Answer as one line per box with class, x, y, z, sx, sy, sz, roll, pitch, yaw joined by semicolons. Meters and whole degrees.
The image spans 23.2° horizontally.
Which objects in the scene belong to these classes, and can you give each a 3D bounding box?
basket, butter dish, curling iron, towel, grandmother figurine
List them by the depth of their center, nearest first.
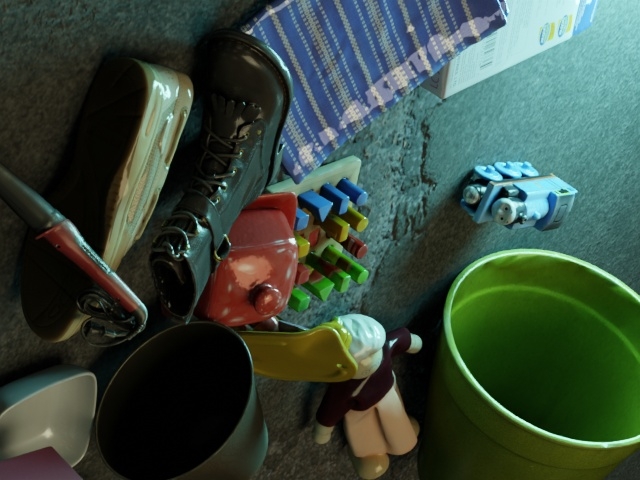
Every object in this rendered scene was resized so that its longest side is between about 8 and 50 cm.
curling iron;-0.258;0.000;1.463;0.068;0.035;0.274;-34;116;7
towel;0.059;-0.235;1.741;0.336;0.040;0.243;-39;140;-10
butter dish;-0.084;0.040;1.769;0.160;0.118;0.160;-9;129;-31
basket;-0.143;0.213;1.823;0.204;0.154;0.227;-49;161;-8
grandmother figurine;0.070;0.204;2.181;0.208;0.104;0.342;-53;153;-20

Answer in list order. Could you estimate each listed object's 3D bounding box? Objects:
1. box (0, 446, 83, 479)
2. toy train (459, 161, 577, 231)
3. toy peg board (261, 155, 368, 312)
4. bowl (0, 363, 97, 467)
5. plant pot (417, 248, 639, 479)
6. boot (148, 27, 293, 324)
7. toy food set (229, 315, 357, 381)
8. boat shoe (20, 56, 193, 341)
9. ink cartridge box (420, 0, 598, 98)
box;-0.351;0.329;1.599;0.232;0.127;0.149;-13;130;-42
toy train;0.278;-0.060;2.201;0.184;0.105;0.080;-8;126;-51
toy peg board;0.000;0.000;1.905;0.161;0.079;0.161;-23;137;-42
bowl;-0.315;0.200;1.692;0.142;0.053;0.142;-21;136;-42
plant pot;0.307;0.266;2.366;0.366;0.366;0.353;-27;151;-38
boot;-0.110;-0.061;1.607;0.263;0.091;0.229;87;24;-49
toy food set;-0.052;0.114;1.875;0.128;0.218;0.071;51;47;-51
boat shoe;-0.209;-0.035;1.563;0.098;0.109;0.302;5;110;-54
ink cartridge box;0.250;-0.313;1.962;0.311;0.065;0.186;-25;138;-35
